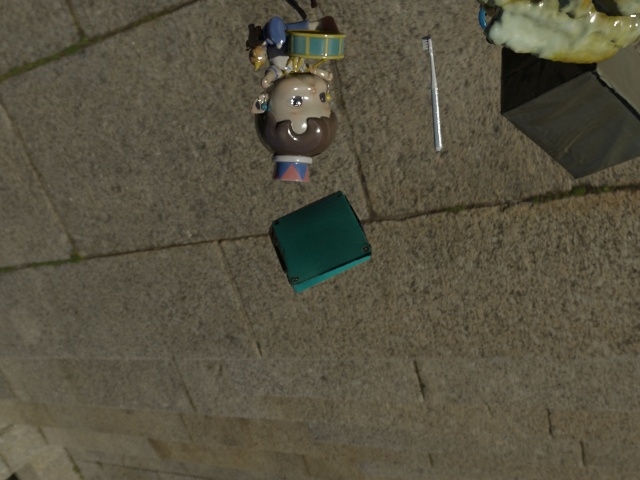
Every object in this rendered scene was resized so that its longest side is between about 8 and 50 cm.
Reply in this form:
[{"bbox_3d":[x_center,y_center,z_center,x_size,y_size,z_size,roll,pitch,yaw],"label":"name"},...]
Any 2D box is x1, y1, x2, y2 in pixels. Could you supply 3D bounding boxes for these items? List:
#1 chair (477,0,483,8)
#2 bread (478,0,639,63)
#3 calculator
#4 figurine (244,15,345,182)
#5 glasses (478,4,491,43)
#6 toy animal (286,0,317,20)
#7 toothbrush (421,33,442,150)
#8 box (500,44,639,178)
[{"bbox_3d":[0.536,-0.792,1.480,0.246,0.159,0.172,28,160,8],"label":"chair"},{"bbox_3d":[0.261,-0.404,0.493,0.263,0.239,0.395,2,150,-10],"label":"bread"},{"bbox_3d":[0.000,0.000,1.347,0.248,0.274,0.058,-26,138,0],"label":"calculator"},{"bbox_3d":[-0.037,-0.232,0.835,0.158,0.161,0.276,33,132,42],"label":"figurine"},{"bbox_3d":[0.499,-0.579,1.170,0.239,0.102,0.207,4,79,9],"label":"glasses"},{"bbox_3d":[-0.098,-0.530,0.976,0.229,0.066,0.224,44,145,0],"label":"toy animal"},{"bbox_3d":[0.342,-0.442,1.495,0.030,0.025,0.342,-5,111,21],"label":"toothbrush"},{"bbox_3d":[0.418,-0.234,0.788,0.231,0.156,0.149,25,151,-32],"label":"box"}]
